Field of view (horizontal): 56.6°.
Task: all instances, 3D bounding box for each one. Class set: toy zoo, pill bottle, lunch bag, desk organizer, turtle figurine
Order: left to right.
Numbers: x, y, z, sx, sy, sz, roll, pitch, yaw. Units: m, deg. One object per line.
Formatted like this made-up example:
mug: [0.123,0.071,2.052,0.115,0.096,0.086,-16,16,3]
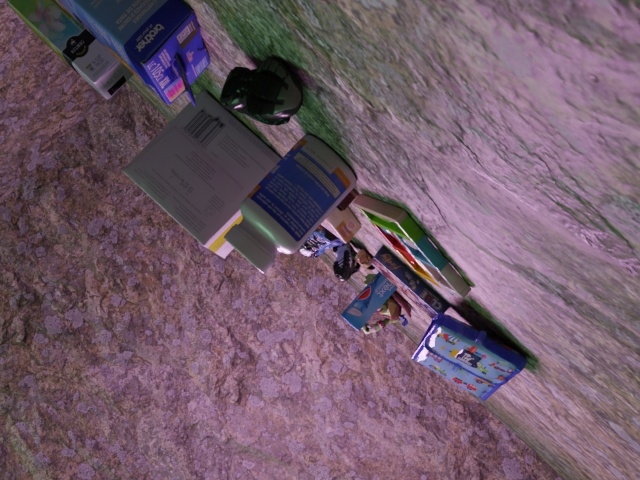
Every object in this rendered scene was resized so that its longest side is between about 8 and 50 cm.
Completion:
pill bottle: [-0.067,-0.070,1.215,0.152,0.272,0.152,42,174,5]
desk organizer: [0.044,-0.099,1.370,0.047,0.050,0.130,43,175,-6]
turtle figurine: [0.186,0.234,2.216,0.274,0.198,0.266,35,168,31]
toy zoo: [0.205,0.023,1.266,0.293,0.030,0.192,46,174,-27]
lunch bag: [0.373,0.267,1.475,0.220,0.138,0.293,29,161,11]

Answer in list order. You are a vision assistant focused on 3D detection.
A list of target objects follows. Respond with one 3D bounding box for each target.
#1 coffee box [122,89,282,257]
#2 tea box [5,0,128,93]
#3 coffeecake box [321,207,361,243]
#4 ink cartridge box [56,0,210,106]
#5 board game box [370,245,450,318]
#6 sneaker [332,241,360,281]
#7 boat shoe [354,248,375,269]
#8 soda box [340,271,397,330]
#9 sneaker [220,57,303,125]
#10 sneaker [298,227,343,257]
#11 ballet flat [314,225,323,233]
coffee box: [-0.330,-0.189,1.848,0.337,0.338,0.334,43,175,6]
tea box: [-0.662,-0.602,1.661,0.323,0.220,0.329,43,175,-15]
coffeecake box: [0.007,-0.092,1.613,0.185,0.068,0.142,38,172,40]
ink cartridge box: [-0.382,-0.451,1.217,0.395,0.151,0.270,41,175,0]
board game box: [0.247,0.121,1.675,0.243,0.042,0.165,42,175,8]
sneaker: [0.097,0.078,1.978,0.106,0.078,0.234,44,-161,-20]
boat shoe: [0.150,0.065,1.936,0.045,0.050,0.135,36,-177,25]
soda box: [0.165,0.198,1.977,0.071,0.210,0.067,43,175,-6]
sneaker: [-0.082,-0.249,1.020,0.106,0.101,0.267,20,-173,-31]
sneaker: [0.000,0.000,1.974,0.129,0.147,0.330,43,174,-5]
ballet flat: [-0.074,-0.094,1.892,0.116,0.124,0.342,15,178,-21]
